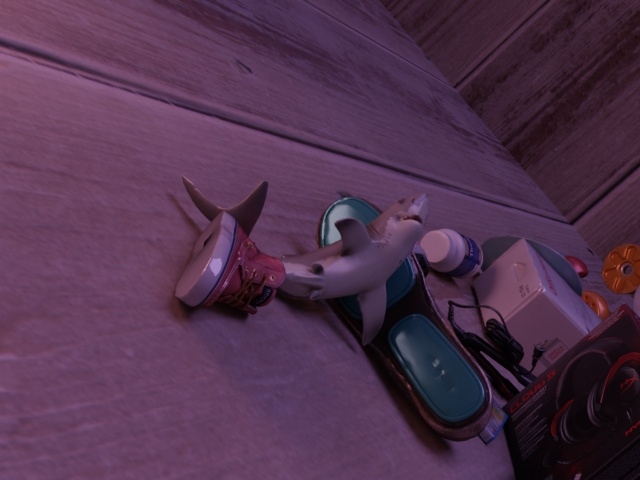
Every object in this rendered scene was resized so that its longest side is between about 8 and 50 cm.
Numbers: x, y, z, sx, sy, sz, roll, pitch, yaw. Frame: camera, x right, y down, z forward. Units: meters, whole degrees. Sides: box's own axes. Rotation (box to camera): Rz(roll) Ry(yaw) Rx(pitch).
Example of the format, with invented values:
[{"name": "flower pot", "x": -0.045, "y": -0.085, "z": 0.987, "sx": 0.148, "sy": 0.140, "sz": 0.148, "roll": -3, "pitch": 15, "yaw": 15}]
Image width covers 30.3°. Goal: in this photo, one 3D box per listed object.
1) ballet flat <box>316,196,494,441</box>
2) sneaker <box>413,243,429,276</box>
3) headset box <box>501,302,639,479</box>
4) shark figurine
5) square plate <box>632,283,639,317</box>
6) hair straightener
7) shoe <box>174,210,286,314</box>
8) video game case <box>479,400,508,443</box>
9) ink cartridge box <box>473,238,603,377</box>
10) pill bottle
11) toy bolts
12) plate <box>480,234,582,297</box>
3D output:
[{"name": "ballet flat", "x": 0.088, "y": 0.093, "z": 1.312, "sx": 0.316, "sy": 0.107, "sz": 0.106, "roll": 62, "pitch": 1, "yaw": 29}, {"name": "sneaker", "x": 0.087, "y": 0.050, "z": 1.461, "sx": 0.178, "sy": 0.072, "sz": 0.077, "roll": 3, "pitch": 58, "yaw": -58}, {"name": "headset box", "x": 0.339, "y": 0.222, "z": 1.405, "sx": 0.110, "sy": 0.218, "sz": 0.293, "roll": 42, "pitch": 17, "yaw": -14}, {"name": "shark figurine", "x": -0.022, "y": 0.015, "z": 1.229, "sx": 0.278, "sy": 0.166, "sz": 0.116, "roll": 4, "pitch": 12, "yaw": -38}, {"name": "square plate", "x": 0.548, "y": 0.279, "z": 1.871, "sx": 0.347, "sy": 0.049, "sz": 0.344, "roll": -91, "pitch": 172, "yaw": -68}, {"name": "hair straightener", "x": 0.260, "y": 0.156, "z": 1.594, "sx": 0.230, "sy": 0.089, "sz": 0.047, "roll": 46, "pitch": 17, "yaw": -5}, {"name": "shoe", "x": -0.074, "y": 0.032, "z": 1.046, "sx": 0.081, "sy": 0.063, "sz": 0.178, "roll": 40, "pitch": 12, "yaw": -10}, {"name": "video game case", "x": 0.163, "y": 0.167, "z": 1.445, "sx": 0.166, "sy": 0.015, "sz": 0.119, "roll": 50, "pitch": 16, "yaw": 8}, {"name": "ink cartridge box", "x": 0.380, "y": 0.158, "z": 1.858, "sx": 0.283, "sy": 0.117, "sz": 0.207, "roll": 44, "pitch": 16, "yaw": -15}, {"name": "pill bottle", "x": 0.198, "y": 0.019, "z": 1.805, "sx": 0.067, "sy": 0.067, "sz": 0.120, "roll": 55, "pitch": 17, "yaw": 25}, {"name": "toy bolts", "x": 0.498, "y": 0.069, "z": 2.289, "sx": 0.158, "sy": 0.218, "sz": 0.228, "roll": 23, "pitch": 10, "yaw": -43}, {"name": "plate", "x": 0.347, "y": 0.063, "z": 1.985, "sx": 0.188, "sy": 0.188, "sz": 0.024, "roll": 43, "pitch": 58, "yaw": -15}]
